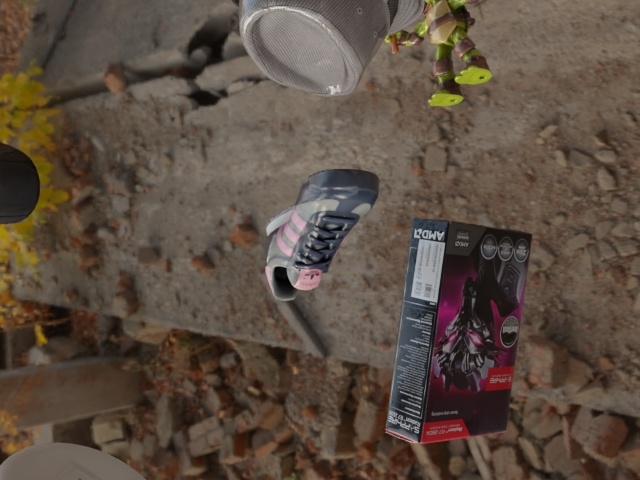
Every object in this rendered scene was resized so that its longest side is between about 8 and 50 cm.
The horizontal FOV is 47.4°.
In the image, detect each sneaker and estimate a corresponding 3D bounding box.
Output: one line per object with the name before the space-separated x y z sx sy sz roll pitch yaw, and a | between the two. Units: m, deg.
sneaker | 0.000 0.000 1.056 0.319 0.112 0.131 136 138 -64

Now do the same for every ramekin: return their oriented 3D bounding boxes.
ramekin | -0.332 0.394 0.959 0.277 0.277 0.135 38 103 39

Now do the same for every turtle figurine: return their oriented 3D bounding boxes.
turtle figurine | 0.193 -0.329 1.171 0.269 0.087 0.217 -25 66 40

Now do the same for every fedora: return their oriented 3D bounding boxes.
fedora | -0.005 -0.258 0.874 0.244 0.275 0.124 3 75 19

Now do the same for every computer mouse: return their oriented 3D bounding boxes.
computer mouse | -0.454 -0.038 0.805 0.060 0.262 0.184 -78 3 -80

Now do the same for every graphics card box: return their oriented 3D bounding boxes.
graphics card box | 0.242 0.154 1.259 0.094 0.233 0.370 8 91 51
